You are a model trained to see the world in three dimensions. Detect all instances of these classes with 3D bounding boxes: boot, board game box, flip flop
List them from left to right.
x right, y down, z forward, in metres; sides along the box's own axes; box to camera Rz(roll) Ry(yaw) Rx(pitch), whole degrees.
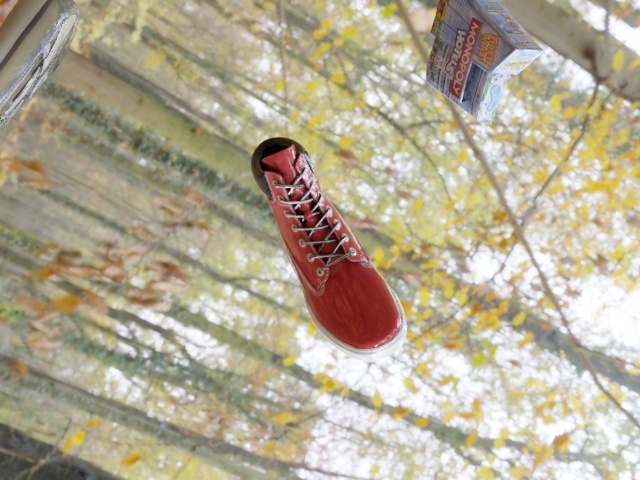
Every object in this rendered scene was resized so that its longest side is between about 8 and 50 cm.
[{"bbox_3d":[-0.255,-0.057,0.505,0.277,0.080,0.112,-52,-165,-9],"label":"flip flop"},{"bbox_3d":[0.000,0.000,0.885,0.088,0.176,0.244,-28,-133,-8],"label":"boot"},{"bbox_3d":[0.247,-0.288,1.328,0.194,0.060,0.194,49,-45,44],"label":"board game box"}]
